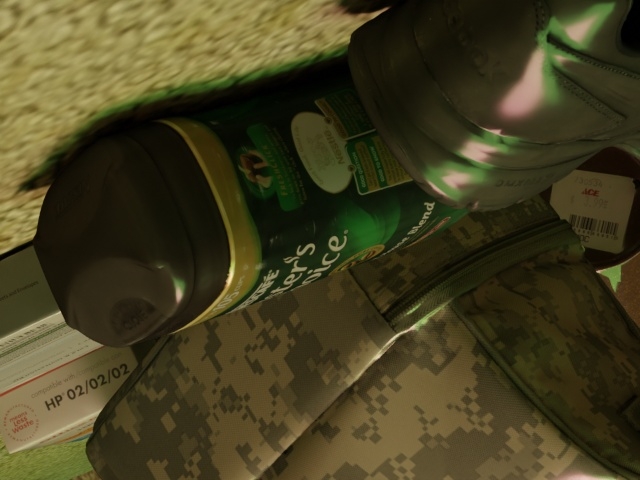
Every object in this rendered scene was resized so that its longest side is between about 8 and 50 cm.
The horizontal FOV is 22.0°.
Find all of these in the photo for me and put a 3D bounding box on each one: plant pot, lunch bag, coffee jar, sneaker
[{"bbox_3d":[0.201,0.013,1.254,0.215,0.215,0.230,-24,159,-2],"label":"plant pot"},{"bbox_3d":[0.046,0.120,0.963,0.305,0.256,0.212,-47,163,30],"label":"lunch bag"},{"bbox_3d":[-0.023,-0.018,0.679,0.184,0.079,0.096,-19,171,-37],"label":"coffee jar"},{"bbox_3d":[0.146,-0.089,0.653,0.286,0.109,0.130,-20,166,-45],"label":"sneaker"}]

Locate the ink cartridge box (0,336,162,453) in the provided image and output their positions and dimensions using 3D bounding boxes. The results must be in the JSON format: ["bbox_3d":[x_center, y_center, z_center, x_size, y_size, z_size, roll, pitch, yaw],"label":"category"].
[{"bbox_3d":[-0.155,0.091,1.086,0.104,0.061,0.181,-26,172,8],"label":"ink cartridge box"}]

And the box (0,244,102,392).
[{"bbox_3d":[-0.180,0.055,0.848,0.145,0.038,0.186,-25,172,2],"label":"box"}]
